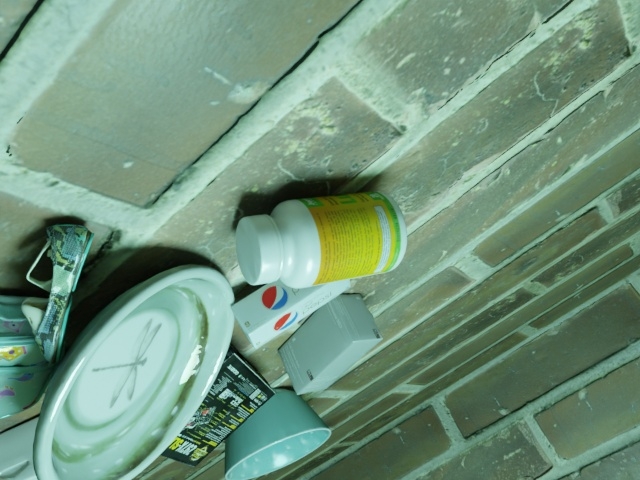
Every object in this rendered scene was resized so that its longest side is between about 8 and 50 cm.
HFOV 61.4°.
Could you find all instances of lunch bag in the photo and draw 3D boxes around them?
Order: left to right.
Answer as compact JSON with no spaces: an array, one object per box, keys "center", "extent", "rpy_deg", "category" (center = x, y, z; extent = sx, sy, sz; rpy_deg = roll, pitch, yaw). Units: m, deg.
[{"center":[-0.505,0.160,0.718],"extent":[0.279,0.108,0.224],"rpy_deg":[8,135,-45],"category":"lunch bag"}]

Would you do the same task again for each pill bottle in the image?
[{"center":[0.000,0.000,0.840],"extent":[0.246,0.136,0.136],"rpy_deg":[-8,145,-29],"category":"pill bottle"}]

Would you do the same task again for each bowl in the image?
[{"center":[-0.143,0.532,1.521],"extent":[0.311,0.163,0.311],"rpy_deg":[-20,150,-13],"category":"bowl"}]

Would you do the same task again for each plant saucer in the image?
[{"center":[-0.297,0.206,0.862],"extent":[0.400,0.100,0.400],"rpy_deg":[-51,155,-34],"category":"plant saucer"}]

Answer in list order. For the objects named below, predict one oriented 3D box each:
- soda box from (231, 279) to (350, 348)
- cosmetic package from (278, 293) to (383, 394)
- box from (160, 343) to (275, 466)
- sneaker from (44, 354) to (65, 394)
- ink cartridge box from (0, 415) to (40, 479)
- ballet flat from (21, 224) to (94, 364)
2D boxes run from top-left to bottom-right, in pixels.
[{"center":[-0.051,0.103,0.990],"extent":[0.216,0.069,0.074],"rpy_deg":[-32,151,-15],"category":"soda box"},{"center":[0.018,0.238,1.234],"extent":[0.107,0.127,0.238],"rpy_deg":[1,138,-40],"category":"cosmetic package"},{"center":[-0.253,0.356,1.176],"extent":[0.257,0.079,0.322],"rpy_deg":[-39,150,-10],"category":"box"},{"center":[-0.468,0.247,0.947],"extent":[0.075,0.057,0.161],"rpy_deg":[14,134,-27],"category":"sneaker"},{"center":[-0.565,0.475,1.145],"extent":[0.201,0.117,0.278],"rpy_deg":[-24,150,-4],"category":"ink cartridge box"},{"center":[-0.345,0.066,0.691],"extent":[0.070,0.070,0.188],"rpy_deg":[12,97,-47],"category":"ballet flat"}]
